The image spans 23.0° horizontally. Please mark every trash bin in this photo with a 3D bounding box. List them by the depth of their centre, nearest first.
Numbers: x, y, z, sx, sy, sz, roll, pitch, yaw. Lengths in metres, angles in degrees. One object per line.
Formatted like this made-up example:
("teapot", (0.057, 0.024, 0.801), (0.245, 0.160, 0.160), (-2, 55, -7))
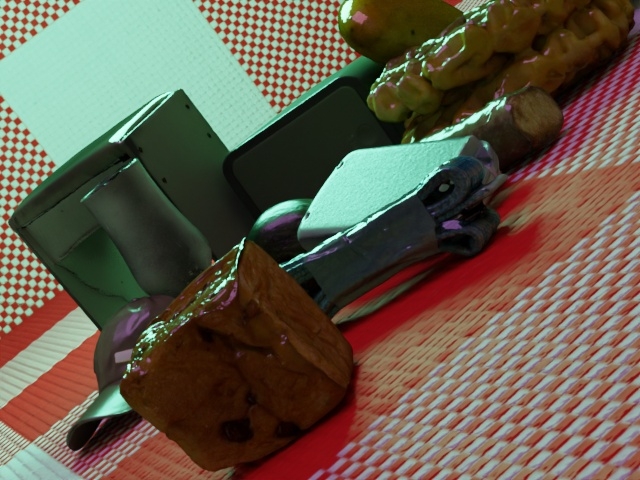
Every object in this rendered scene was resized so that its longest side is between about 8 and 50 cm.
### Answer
("trash bin", (0.029, -0.145, 2.121), (0.223, 0.158, 0.343), (-33, 9, 20))

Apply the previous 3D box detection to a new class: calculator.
("calculator", (0.075, -0.044, 1.607), (0.246, 0.045, 0.141), (-4, 45, 47))

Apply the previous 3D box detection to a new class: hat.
("hat", (-0.244, 0.147, 1.836), (0.166, 0.144, 0.173), (-33, -13, 34))

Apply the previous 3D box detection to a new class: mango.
("mango", (0.131, -0.261, 2.032), (0.120, 0.177, 0.295), (-53, -38, 10))

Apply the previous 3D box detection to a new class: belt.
("belt", (0.049, 0.018, 1.493), (0.302, 0.087, 0.072), (-31, -1, 28))

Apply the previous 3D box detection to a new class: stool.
("stool", (-0.224, -0.017, 2.083), (0.244, 0.269, 0.170), (-31, 12, 35))

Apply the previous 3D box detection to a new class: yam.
("yam", (0.112, -0.070, 1.718), (0.357, 0.081, 0.081), (-30, 12, 44))

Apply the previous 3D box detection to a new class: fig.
("fig", (0.000, 0.000, 1.725), (0.177, 0.117, 0.117), (-19, 18, 31))

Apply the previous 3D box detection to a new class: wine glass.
("wine glass", (-0.190, 0.015, 1.918), (0.103, 0.231, 0.103), (-36, 11, 8))

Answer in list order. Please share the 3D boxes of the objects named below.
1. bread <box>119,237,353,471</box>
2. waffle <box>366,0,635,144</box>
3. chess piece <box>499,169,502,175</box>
("bread", (-0.067, 0.100, 1.337), (0.149, 0.143, 0.158), (-41, 8, 20))
("waffle", (0.213, -0.217, 1.833), (0.324, 0.151, 0.261), (-41, 14, 0))
("chess piece", (0.146, -0.049, 1.614), (0.092, 0.035, 0.035), (-29, 12, 22))
